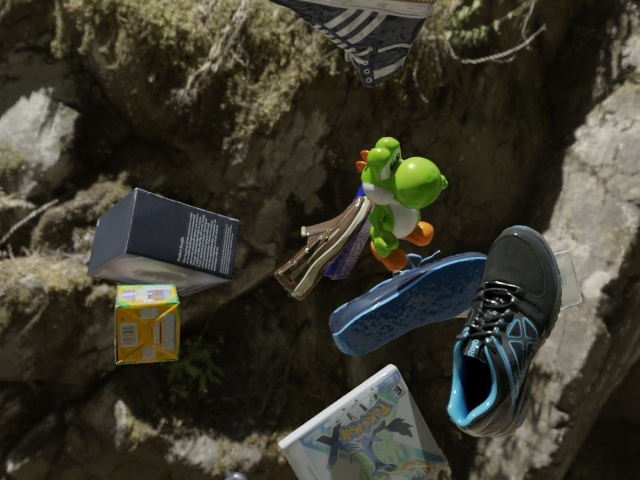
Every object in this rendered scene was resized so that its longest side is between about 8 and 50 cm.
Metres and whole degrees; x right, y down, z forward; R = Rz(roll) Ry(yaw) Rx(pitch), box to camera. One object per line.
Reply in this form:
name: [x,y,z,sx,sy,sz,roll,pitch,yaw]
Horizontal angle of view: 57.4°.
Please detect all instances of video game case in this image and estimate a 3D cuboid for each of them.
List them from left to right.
video game case: [0.109,0.507,1.388,0.300,0.329,0.036,62,-16,-12]

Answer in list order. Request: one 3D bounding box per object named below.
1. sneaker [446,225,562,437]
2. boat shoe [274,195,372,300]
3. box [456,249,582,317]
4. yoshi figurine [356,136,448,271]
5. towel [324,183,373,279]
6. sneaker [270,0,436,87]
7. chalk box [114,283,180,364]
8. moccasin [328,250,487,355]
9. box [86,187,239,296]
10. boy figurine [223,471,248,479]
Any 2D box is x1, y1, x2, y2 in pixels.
sneaker: [0.282,0.138,0.908,0.125,0.341,0.139,5,-9,42]
boat shoe: [0.000,0.001,1.217,0.095,0.257,0.095,38,1,-3]
box: [0.432,0.109,1.371,0.148,0.121,0.311,-12,-2,-24]
yoshi figurine: [0.196,-0.073,1.335,0.203,0.204,0.362,-9,-37,8]
towel: [0.093,-0.040,1.641,0.076,0.308,0.227,27,3,13]
sneaker: [0.029,-0.321,0.888,0.282,0.153,0.099,-2,48,-24]
chalk box: [-0.385,0.174,1.304,0.132,0.132,0.213,-1,11,-16]
moccasin: [0.168,0.095,1.123,0.342,0.138,0.117,-19,24,-11]
box: [-0.424,0.022,1.565,0.294,0.183,0.296,19,-25,-33]
boy figurine: [-0.164,0.509,0.968,0.177,0.092,0.285,43,14,1]
